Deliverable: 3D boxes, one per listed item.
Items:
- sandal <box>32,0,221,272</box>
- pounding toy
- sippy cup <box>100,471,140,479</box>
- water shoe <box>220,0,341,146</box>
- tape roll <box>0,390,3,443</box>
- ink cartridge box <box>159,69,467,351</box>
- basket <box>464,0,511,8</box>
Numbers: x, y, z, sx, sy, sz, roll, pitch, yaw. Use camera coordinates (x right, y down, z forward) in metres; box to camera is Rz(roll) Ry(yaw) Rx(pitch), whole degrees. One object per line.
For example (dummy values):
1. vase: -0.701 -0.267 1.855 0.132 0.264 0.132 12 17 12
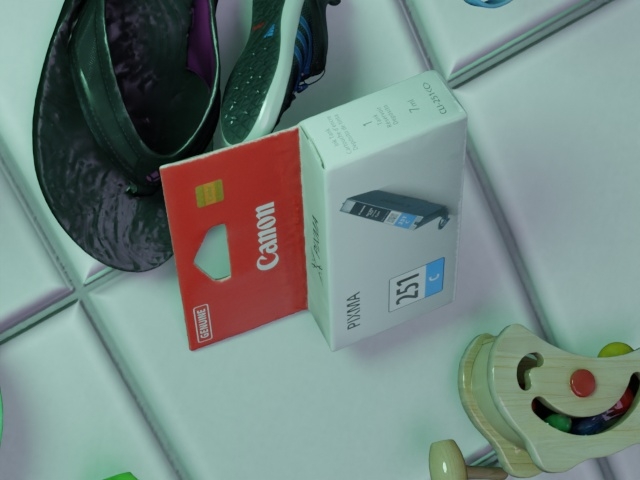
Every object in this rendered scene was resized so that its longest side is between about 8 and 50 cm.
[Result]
1. sandal: -0.152 -0.177 1.560 0.168 0.107 0.445 2 108 -21
2. pounding toy: 0.214 0.163 1.842 0.270 0.155 0.154 -13 84 -26
3. sippy cup: -0.148 0.388 1.699 0.305 0.224 0.240 39 91 -27
4. water shoe: -0.026 -0.158 1.591 0.080 0.073 0.203 32 62 -36
5. tape roll: -0.447 0.157 1.587 0.321 0.077 0.321 -7 111 -18
6. ink cartridge box: 0.000 0.000 1.626 0.261 0.066 0.296 -21 147 -12
7. basket: 0.199 -0.374 1.568 0.289 0.201 0.254 -32 118 -18
